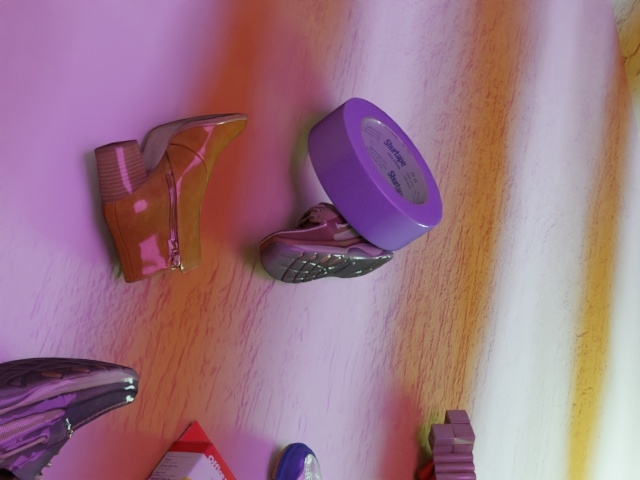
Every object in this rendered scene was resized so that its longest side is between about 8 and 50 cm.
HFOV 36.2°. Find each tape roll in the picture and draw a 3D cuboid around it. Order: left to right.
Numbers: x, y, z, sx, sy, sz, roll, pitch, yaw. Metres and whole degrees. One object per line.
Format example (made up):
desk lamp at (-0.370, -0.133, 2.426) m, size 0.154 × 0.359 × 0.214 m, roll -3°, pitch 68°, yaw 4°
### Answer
tape roll at (0.101, -0.120, 1.758) m, size 0.275 × 0.090 × 0.274 m, roll 39°, pitch 32°, yaw -30°

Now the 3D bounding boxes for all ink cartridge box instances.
ink cartridge box at (-0.186, 0.383, 1.403) m, size 0.231 × 0.078 × 0.134 m, roll -54°, pitch 125°, yaw -42°

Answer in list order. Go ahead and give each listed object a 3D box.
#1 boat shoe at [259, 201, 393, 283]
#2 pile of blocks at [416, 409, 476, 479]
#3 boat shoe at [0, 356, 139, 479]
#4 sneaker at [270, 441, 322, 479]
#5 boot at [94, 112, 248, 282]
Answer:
boat shoe at (0.000, 0.000, 1.686) m, size 0.324 × 0.123 × 0.116 m, roll 3°, pitch 62°, yaw -57°
pile of blocks at (0.244, 0.519, 1.932) m, size 0.113 × 0.149 × 0.362 m, roll 2°, pitch 68°, yaw -9°
boat shoe at (-0.377, 0.223, 1.166) m, size 0.355 × 0.132 × 0.130 m, roll -8°, pitch 100°, yaw -44°
sneaker at (0.000, 0.476, 1.585) m, size 0.112 × 0.131 × 0.296 m, roll -1°, pitch 83°, yaw -50°
boot at (-0.202, -0.067, 1.452) m, size 0.295 × 0.104 × 0.211 m, roll -27°, pitch 111°, yaw -45°
